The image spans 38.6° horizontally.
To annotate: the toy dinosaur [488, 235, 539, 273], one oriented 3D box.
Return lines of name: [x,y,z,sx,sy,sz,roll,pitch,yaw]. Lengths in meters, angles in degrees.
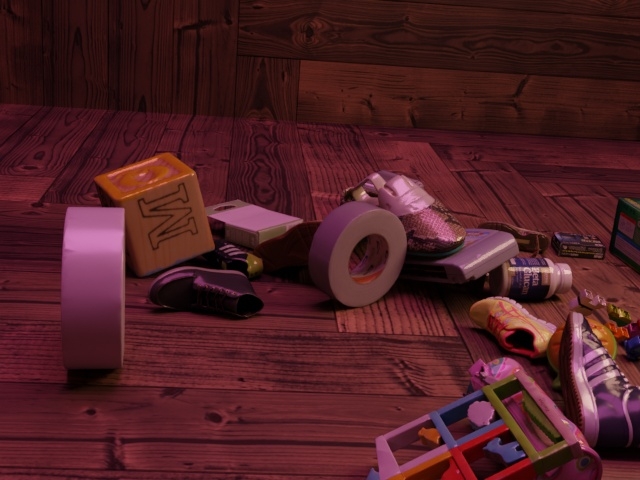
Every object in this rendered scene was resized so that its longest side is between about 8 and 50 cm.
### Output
toy dinosaur: [0.465,0.057,2.137,0.112,0.064,0.211,7,-25,-39]

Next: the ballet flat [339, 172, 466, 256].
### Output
ballet flat: [0.161,-0.071,2.152,0.164,0.182,0.483,-23,13,-20]

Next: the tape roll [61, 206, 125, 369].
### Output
tape roll: [-0.391,0.083,1.592,0.100,0.286,0.286,0,20,-12]

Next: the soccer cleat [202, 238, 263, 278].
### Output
soccer cleat: [-0.213,0.042,2.089,0.179,0.060,0.072,18,25,27]

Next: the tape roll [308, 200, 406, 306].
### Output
tape roll: [0.081,0.029,1.947,0.219,0.219,0.072,-10,24,-36]

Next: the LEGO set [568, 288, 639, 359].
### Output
LEGO set: [0.569,0.186,1.809,0.227,0.093,0.087,24,46,-29]

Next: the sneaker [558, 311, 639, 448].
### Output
sneaker: [0.494,0.240,1.553,0.153,0.099,0.282,5,41,4]

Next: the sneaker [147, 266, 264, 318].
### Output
sneaker: [-0.230,0.109,1.854,0.222,0.083,0.118,-4,22,-27]

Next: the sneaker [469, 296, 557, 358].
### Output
sneaker: [0.374,0.174,1.810,0.208,0.081,0.094,22,28,40]

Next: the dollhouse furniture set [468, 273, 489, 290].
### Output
dollhouse furniture set: [0.348,0.060,2.145,0.114,0.091,0.081,14,7,27]

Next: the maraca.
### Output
maraca: [0.482,0.217,1.690,0.127,0.099,0.185,-9,39,22]

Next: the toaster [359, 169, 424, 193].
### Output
toaster: [0.190,-0.111,2.513,0.146,0.129,0.227,15,20,21]

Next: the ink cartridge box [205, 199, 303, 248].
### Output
ink cartridge box: [-0.185,-0.042,2.341,0.235,0.056,0.171,15,21,37]

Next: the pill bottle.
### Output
pill bottle: [0.474,0.085,2.064,0.169,0.094,0.094,1,20,-10]

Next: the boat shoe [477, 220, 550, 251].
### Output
boat shoe: [0.503,-0.009,2.405,0.190,0.068,0.072,16,8,3]

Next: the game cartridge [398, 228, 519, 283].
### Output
game cartridge: [0.292,0.031,2.070,0.198,0.062,0.297,-31,18,-29]

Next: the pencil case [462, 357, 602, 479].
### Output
pencil case: [0.316,0.288,1.399,0.124,0.124,0.284,0,23,-13]

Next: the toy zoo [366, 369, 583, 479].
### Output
toy zoo: [0.197,0.303,1.301,0.293,0.030,0.192,-25,26,-2]

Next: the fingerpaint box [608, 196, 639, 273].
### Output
fingerpaint box: [0.986,0.029,2.234,0.371,0.163,0.445,1,20,-10]

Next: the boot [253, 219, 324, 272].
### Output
boot: [0.000,0.000,2.108,0.262,0.095,0.203,-21,-2,37]

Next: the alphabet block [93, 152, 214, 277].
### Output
alphabet block: [-0.377,-0.061,2.071,0.193,0.197,0.192,-23,29,-22]

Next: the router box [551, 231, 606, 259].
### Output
router box: [0.676,0.013,2.400,0.122,0.038,0.092,4,20,-1]
